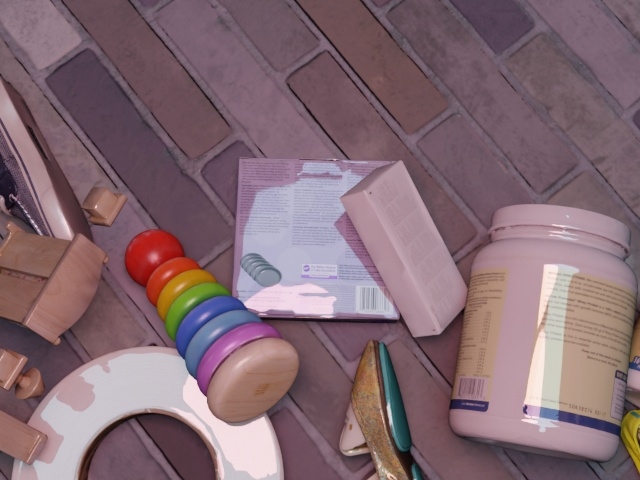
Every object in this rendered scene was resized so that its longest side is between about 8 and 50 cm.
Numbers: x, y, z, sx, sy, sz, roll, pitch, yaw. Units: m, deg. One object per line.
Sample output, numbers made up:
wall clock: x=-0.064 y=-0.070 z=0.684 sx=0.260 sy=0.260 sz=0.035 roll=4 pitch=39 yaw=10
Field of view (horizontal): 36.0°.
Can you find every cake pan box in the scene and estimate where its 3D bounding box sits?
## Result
cake pan box: x=0.000 y=0.000 z=1.495 sx=0.266 sy=0.070 sz=0.246 roll=1 pitch=80 yaw=-1

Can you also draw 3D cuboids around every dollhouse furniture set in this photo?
dollhouse furniture set: x=-0.409 y=0.104 z=1.385 sx=0.303 sy=0.174 sz=0.356 roll=9 pitch=64 yaw=44

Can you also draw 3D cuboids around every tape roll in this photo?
tape roll: x=-0.243 y=0.348 z=1.412 sx=0.391 sy=0.072 sz=0.392 roll=0 pitch=77 yaw=-2

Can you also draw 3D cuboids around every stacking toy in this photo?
stacking toy: x=-0.172 y=0.100 z=1.405 sx=0.141 sy=0.141 sz=0.330 roll=-37 pitch=55 yaw=-9

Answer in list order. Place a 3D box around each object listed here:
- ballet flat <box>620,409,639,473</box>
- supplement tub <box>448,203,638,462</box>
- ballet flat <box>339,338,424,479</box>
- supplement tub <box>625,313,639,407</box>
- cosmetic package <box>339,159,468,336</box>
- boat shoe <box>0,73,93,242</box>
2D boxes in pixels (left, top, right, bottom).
ballet flat: x=0.510 y=0.352 z=1.427 sx=0.077 sy=0.077 sz=0.231 roll=-27 pitch=80 yaw=-6
supplement tub: x=0.317 y=0.132 z=1.388 sx=0.235 sy=0.235 sz=0.325 roll=11 pitch=78 yaw=1
ballet flat: x=0.090 y=0.319 z=1.411 sx=0.123 sy=0.123 sz=0.349 roll=-17 pitch=79 yaw=-5
supplement tub: x=0.525 y=0.153 z=1.435 sx=0.144 sy=0.144 sz=0.200 roll=29 pitch=79 yaw=4
cosmetic package: x=0.125 y=0.014 z=1.430 sx=0.099 sy=0.060 sz=0.239 roll=-40 pitch=108 yaw=-41
boat shoe: x=-0.474 y=-0.079 z=1.481 sx=0.158 sy=0.127 sz=0.341 roll=-30 pitch=73 yaw=0
